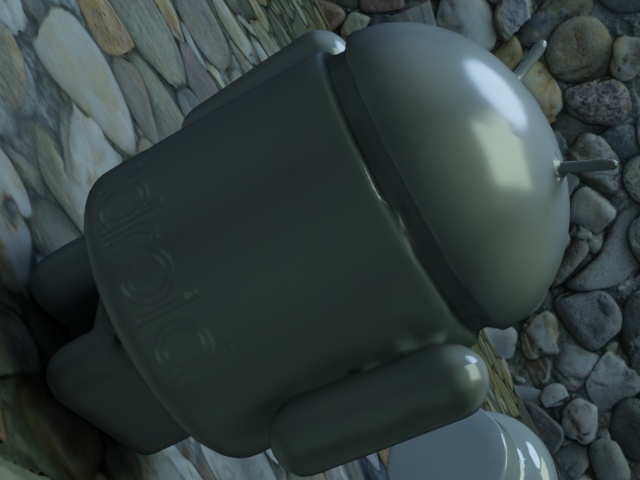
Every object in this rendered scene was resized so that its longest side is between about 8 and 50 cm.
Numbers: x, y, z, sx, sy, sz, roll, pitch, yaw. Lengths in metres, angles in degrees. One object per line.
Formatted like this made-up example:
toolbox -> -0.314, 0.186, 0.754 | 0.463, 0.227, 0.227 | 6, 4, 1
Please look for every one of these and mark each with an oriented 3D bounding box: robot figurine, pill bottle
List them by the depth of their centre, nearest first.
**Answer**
robot figurine -> 0.000, 0.000, 0.810 | 0.200, 0.353, 0.300 | 47, 17, -54
pill bottle -> 0.190, 0.292, 1.463 | 0.318, 0.176, 0.176 | 49, 17, -53
